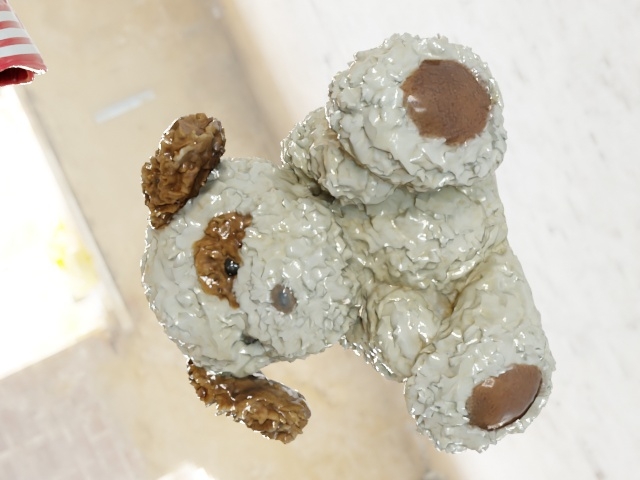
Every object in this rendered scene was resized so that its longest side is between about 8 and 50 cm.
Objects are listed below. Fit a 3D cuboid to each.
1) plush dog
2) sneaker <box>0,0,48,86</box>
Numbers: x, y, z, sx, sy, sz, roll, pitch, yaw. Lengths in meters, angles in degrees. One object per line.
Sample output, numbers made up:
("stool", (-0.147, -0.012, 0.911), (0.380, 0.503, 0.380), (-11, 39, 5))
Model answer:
("plush dog", (0.000, 0.000, 0.958), (0.210, 0.225, 0.262), (-112, 7, -67))
("sneaker", (-0.245, -0.163, 1.036), (0.221, 0.087, 0.128), (-115, 4, -60))
